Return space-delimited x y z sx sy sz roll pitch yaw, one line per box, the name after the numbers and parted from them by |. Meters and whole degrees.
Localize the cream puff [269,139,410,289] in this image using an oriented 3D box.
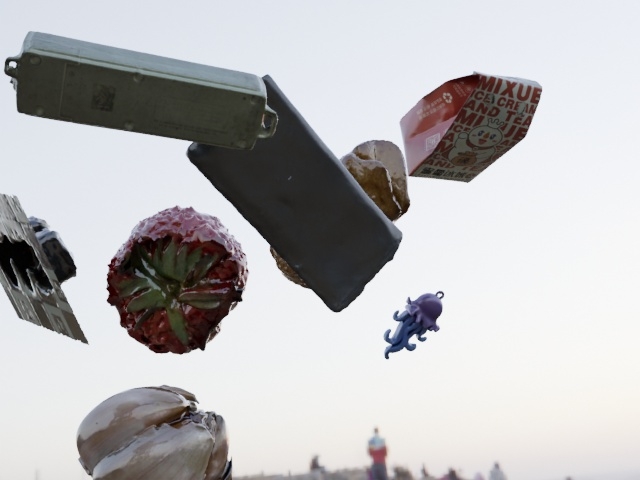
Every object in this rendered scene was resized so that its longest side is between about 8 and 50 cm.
0.019 -0.030 1.246 0.241 0.155 0.269 -38 -14 -18 | cream puff

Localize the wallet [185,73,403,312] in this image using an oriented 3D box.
-0.025 -0.054 1.050 0.146 0.285 0.030 -46 15 -16 | wallet

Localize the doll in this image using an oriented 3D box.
0.213 0.193 1.947 0.110 0.067 0.206 43 -88 -18 | doll

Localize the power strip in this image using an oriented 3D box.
-0.178 -0.150 0.859 0.272 0.052 0.078 7 -53 -19 | power strip

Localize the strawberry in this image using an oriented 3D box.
-0.251 0.058 1.494 0.261 0.261 0.257 -11 13 9 | strawberry

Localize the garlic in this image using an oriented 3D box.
-0.206 0.288 1.045 0.191 0.214 0.160 -35 -25 16 | garlic

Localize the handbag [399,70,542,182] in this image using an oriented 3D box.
0.299 -0.241 1.706 0.171 0.151 0.298 4 -23 -23 | handbag

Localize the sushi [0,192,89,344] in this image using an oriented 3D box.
-0.519 0.018 1.560 0.100 0.296 0.373 -33 22 -32 | sushi
